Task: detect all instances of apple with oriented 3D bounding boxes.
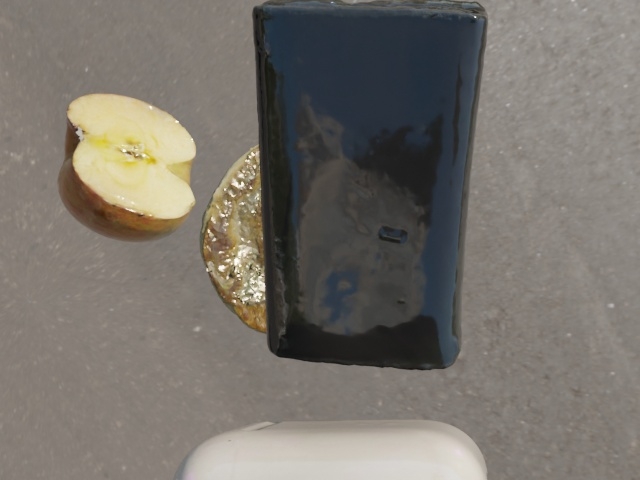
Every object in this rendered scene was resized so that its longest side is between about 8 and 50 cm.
[{"bbox_3d":[-0.360,-0.106,1.500,0.251,0.163,0.293,17,41,-24],"label":"apple"}]

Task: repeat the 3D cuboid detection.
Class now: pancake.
[{"bbox_3d":[0.001,0.000,1.237,0.356,0.065,0.356,-1,92,-16],"label":"pancake"}]

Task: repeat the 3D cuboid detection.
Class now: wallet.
[{"bbox_3d":[0.048,-0.047,0.885,0.228,0.062,0.406,4,116,7],"label":"wallet"}]

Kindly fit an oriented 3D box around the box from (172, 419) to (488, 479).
[{"bbox_3d":[0.020,0.286,0.978,0.349,0.289,0.141,-3,83,11],"label":"box"}]
